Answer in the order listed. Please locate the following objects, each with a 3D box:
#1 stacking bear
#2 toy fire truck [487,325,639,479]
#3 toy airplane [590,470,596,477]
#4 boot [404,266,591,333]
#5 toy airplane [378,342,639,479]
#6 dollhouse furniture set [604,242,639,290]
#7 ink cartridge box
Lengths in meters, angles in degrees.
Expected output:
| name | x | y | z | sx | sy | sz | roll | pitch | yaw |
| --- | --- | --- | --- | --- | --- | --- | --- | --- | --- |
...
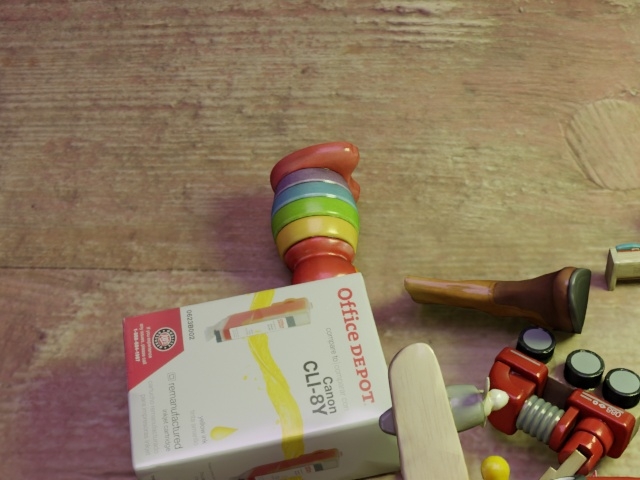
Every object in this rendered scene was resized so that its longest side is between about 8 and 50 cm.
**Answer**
| name | x | y | z | sx | sy | sz | roll | pitch | yaw |
| --- | --- | --- | --- | --- | --- | --- | --- | --- | --- |
| stacking bear | 0.000 | 0.000 | 1.794 | 0.164 | 0.175 | 0.289 | -5 | 56 | -1 |
| toy fire truck | 0.321 | 0.282 | 1.527 | 0.217 | 0.158 | 0.246 | 27 | 47 | 26 |
| toy airplane | 0.369 | 0.391 | 1.436 | 0.151 | 0.151 | 0.028 | -47 | 16 | -30 |
| boot | 0.272 | 0.073 | 1.633 | 0.280 | 0.264 | 0.096 | 10 | 87 | 13 |
| toy airplane | 0.185 | 0.377 | 1.330 | 0.384 | 0.272 | 0.386 | 30 | 99 | 17 |
| dollhouse furniture set | 0.566 | -0.012 | 1.747 | 0.184 | 0.129 | 0.129 | -4 | 48 | 3 |
| ink cartridge box | -0.088 | 0.227 | 1.593 | 0.385 | 0.160 | 0.279 | -11 | 48 | -3 |
